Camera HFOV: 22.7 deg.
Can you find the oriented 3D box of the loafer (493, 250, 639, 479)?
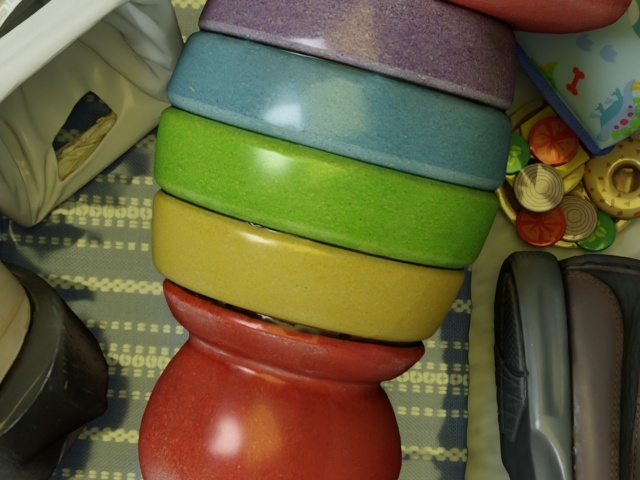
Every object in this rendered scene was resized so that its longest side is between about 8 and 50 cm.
[{"bbox_3d":[0.139,0.151,0.735,0.095,0.109,0.303,-2,78,-4],"label":"loafer"}]

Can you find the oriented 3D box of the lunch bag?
[{"bbox_3d":[0.143,-0.141,0.762,0.151,0.096,0.129,51,129,5],"label":"lunch bag"}]

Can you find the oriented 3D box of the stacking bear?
[{"bbox_3d":[0.000,0.000,0.703,0.164,0.175,0.289,11,96,-38],"label":"stacking bear"}]

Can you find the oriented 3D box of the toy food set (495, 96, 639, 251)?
[{"bbox_3d":[0.126,-0.034,0.805,0.082,0.020,0.083,-36,83,-5],"label":"toy food set"}]

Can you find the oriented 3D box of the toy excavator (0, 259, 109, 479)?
[{"bbox_3d":[-0.383,0.100,0.695,0.445,0.222,0.433,17,67,32],"label":"toy excavator"}]

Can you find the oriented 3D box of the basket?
[{"bbox_3d":[-0.135,-0.092,0.706,0.113,0.167,0.103,-40,79,-7],"label":"basket"}]

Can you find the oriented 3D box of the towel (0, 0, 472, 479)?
[{"bbox_3d":[-0.045,0.002,0.797,0.243,0.040,0.336,3,83,-1],"label":"towel"}]
